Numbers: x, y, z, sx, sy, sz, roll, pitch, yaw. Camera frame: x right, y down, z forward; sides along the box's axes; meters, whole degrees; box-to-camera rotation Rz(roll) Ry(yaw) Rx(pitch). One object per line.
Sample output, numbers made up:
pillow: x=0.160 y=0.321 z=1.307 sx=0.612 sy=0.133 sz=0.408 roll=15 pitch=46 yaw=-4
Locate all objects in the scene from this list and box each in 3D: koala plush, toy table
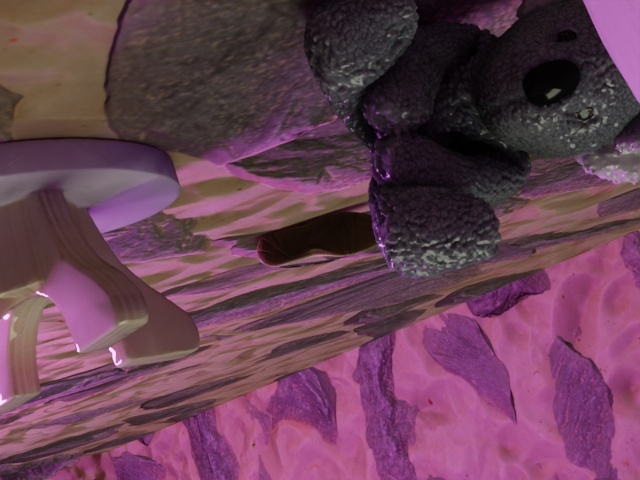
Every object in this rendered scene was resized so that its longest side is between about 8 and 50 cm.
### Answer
koala plush: x=0.131 y=-0.100 z=0.716 sx=0.221 sy=0.196 sz=0.203 roll=-21 pitch=179 yaw=12
toy table: x=-0.217 y=0.028 z=0.793 sx=0.274 sy=0.160 sz=0.252 roll=-10 pitch=165 yaw=-31

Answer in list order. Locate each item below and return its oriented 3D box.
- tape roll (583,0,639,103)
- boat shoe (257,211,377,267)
tape roll: x=0.153 y=-0.148 z=0.277 sx=0.100 sy=0.286 sz=0.286 roll=-16 pitch=167 yaw=-6
boat shoe: x=0.000 y=0.000 z=1.232 sx=0.152 sy=0.056 sz=0.049 roll=-9 pitch=172 yaw=1
